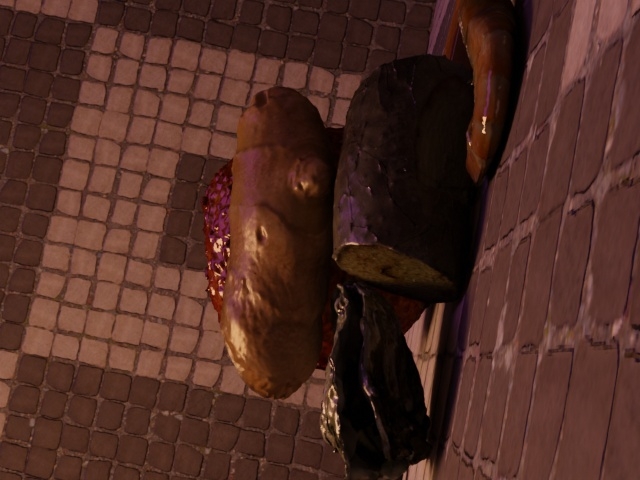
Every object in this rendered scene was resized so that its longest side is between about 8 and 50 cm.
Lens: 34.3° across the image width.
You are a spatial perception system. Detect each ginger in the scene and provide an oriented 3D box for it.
[{"bbox_3d":[-0.043,0.001,1.170,0.190,0.126,0.354,3,91,58],"label":"ginger"}]

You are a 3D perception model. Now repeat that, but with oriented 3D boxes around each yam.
[{"bbox_3d":[0.089,-0.063,1.090,0.154,0.154,0.254,97,-178,-64],"label":"yam"}]

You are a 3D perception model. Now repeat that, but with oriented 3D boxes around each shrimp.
[{"bbox_3d":[0.160,-0.174,1.033,0.296,0.058,0.169,-83,-1,-52],"label":"shrimp"}]

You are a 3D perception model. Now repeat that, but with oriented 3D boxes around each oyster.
[{"bbox_3d":[0.046,0.142,1.083,0.267,0.112,0.198,-38,-66,-79],"label":"oyster"}]

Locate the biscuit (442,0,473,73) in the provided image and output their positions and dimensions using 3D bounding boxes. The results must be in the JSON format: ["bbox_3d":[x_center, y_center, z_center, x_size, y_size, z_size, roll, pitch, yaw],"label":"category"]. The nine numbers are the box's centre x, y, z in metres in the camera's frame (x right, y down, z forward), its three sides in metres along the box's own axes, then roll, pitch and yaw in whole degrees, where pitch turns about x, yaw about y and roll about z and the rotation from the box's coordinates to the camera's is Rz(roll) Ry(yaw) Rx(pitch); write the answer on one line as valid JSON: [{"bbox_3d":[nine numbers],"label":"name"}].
[{"bbox_3d":[0.191,-0.295,1.243,0.216,0.047,0.340,-86,8,-81],"label":"biscuit"}]

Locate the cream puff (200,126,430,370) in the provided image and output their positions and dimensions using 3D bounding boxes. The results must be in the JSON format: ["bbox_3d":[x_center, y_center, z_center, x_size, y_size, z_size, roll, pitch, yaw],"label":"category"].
[{"bbox_3d":[-0.005,-0.001,1.355,0.229,0.350,0.350,71,-151,-74],"label":"cream puff"}]

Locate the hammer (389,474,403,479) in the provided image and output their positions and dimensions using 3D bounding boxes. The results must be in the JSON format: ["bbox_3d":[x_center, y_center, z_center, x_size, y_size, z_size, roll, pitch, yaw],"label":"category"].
[{"bbox_3d":[0.085,0.301,1.245,0.111,0.033,0.288,100,-178,-47],"label":"hammer"}]
